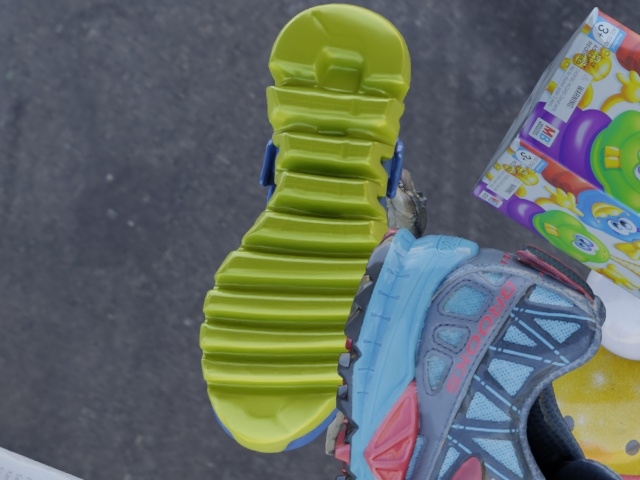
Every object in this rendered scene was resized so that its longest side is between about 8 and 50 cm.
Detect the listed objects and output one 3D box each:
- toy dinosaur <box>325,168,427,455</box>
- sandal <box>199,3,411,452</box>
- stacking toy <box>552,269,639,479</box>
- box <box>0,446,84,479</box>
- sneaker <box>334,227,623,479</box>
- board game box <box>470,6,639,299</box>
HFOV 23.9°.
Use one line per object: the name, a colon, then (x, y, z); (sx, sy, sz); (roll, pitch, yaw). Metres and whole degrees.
toy dinosaur: (0.017, 0.062, 1.324); (0.064, 0.118, 0.268); (28, 101, 53)
sandal: (0.000, 0.000, 1.075); (0.126, 0.138, 0.317); (14, 73, 7)
stacking toy: (0.316, 0.173, 1.621); (0.351, 0.480, 0.350); (-3, 46, 3)
box: (-0.114, 0.164, 0.602); (0.130, 0.170, 0.091); (116, 174, -47)
sneaker: (0.069, 0.128, 0.643); (0.125, 0.104, 0.261); (7, 113, 13)
board game box: (0.291, -0.041, 1.261); (0.275, 0.144, 0.142); (32, 71, 1)
